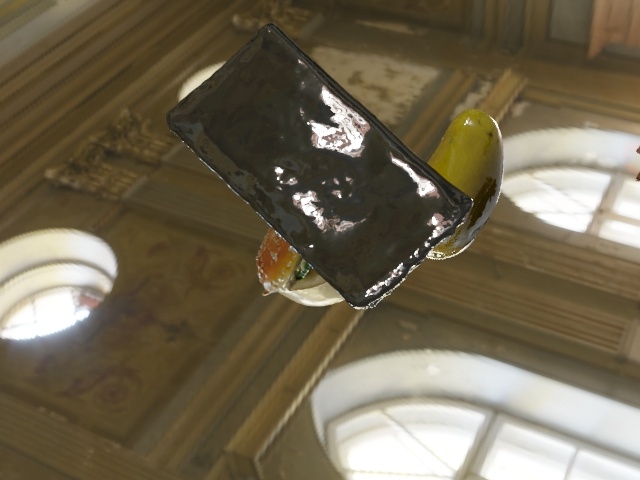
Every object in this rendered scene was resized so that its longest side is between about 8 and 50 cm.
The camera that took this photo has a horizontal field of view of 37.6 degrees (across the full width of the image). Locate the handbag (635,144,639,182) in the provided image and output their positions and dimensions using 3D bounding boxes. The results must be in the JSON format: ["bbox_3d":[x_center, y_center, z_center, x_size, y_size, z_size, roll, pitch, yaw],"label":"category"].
[{"bbox_3d":[0.396,-0.112,0.840,0.212,0.157,0.059,-44,-42,-25],"label":"handbag"}]

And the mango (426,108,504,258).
[{"bbox_3d":[0.137,-0.055,0.947,0.103,0.076,0.161,-7,-56,-45],"label":"mango"}]

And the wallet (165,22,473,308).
[{"bbox_3d":[-0.006,-0.071,0.848,0.146,0.285,0.030,-41,-23,-12],"label":"wallet"}]

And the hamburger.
[{"bbox_3d":[0.002,-0.003,1.417,0.147,0.236,0.237,47,-122,-26],"label":"hamburger"}]
